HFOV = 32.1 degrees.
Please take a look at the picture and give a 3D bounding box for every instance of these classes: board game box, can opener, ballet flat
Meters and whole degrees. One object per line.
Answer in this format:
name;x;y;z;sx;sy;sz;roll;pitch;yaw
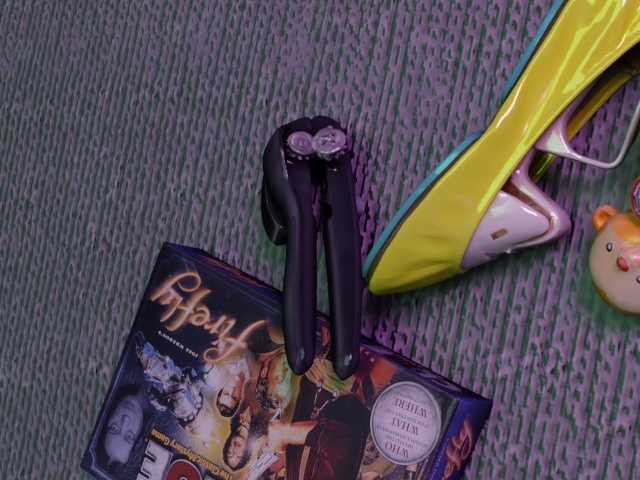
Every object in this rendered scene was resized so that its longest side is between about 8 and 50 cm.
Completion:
board game box;-0.033;0.119;0.672;0.243;0.042;0.165;25;96;37
can opener;0.000;0.000;0.647;0.073;0.059;0.186;97;167;-49
ballet flat;0.112;-0.046;0.582;0.077;0.077;0.231;40;104;18

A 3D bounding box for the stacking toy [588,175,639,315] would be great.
stacking toy;0.211;-0.077;0.483;0.175;0.165;0.302;49;125;23
